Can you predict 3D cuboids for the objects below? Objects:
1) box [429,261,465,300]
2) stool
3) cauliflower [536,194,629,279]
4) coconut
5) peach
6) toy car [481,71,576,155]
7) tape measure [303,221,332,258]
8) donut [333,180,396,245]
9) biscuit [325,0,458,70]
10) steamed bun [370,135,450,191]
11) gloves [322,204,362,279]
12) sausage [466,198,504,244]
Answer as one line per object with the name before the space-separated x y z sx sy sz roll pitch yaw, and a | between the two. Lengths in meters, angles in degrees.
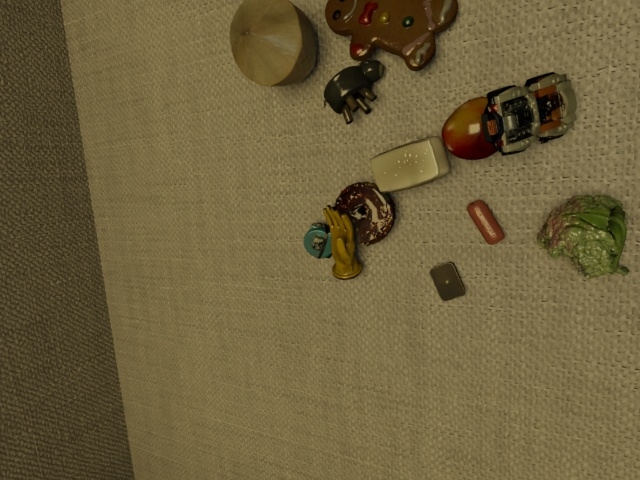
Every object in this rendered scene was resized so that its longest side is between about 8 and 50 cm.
box | 0.443 0.142 1.457 0.091 0.031 0.125 -26 88 30
stool | 0.120 -0.511 1.426 0.228 0.153 0.139 -39 81 28
cauliflower | 0.765 0.013 1.175 0.239 0.256 0.315 -34 114 26
coconut | -0.168 -0.683 1.450 0.329 0.329 0.328 6 103 27
peach | 0.463 -0.333 1.271 0.198 0.197 0.197 6 103 27
toy car | 0.576 -0.344 1.154 0.118 0.301 0.193 13 122 64
tape measure | 0.000 0.000 1.635 0.125 0.081 0.146 21 113 5
donut | 0.168 -0.107 1.517 0.230 0.096 0.216 35 113 17
biscuit | 0.195 -0.714 1.353 0.432 0.064 0.282 29 95 20
steamed bun | 0.301 -0.247 1.376 0.242 0.164 0.146 -14 95 35
gloves | 0.068 -0.004 1.508 0.133 0.116 0.294 21 139 40
sausage | 0.532 -0.061 1.350 0.062 0.062 0.154 -33 83 29
